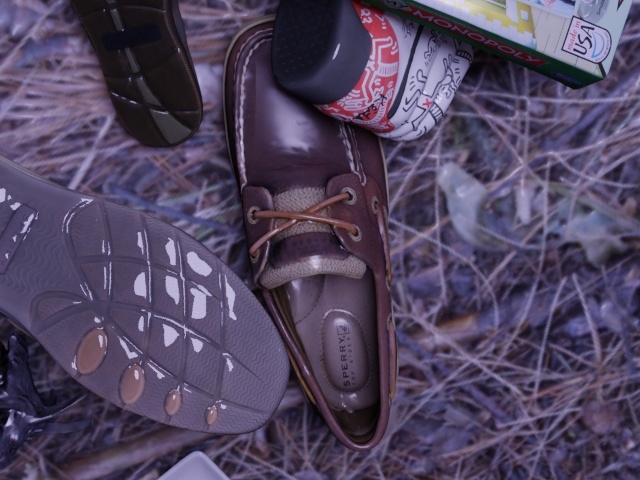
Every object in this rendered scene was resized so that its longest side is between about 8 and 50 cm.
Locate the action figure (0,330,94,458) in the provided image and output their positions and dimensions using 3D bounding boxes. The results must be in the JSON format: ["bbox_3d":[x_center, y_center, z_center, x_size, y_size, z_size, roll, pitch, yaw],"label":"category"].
[{"bbox_3d":[-0.326,0.134,0.678,0.276,0.141,0.164,14,136,-3],"label":"action figure"}]

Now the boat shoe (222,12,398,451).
[{"bbox_3d":[0.000,0.000,0.664,0.123,0.123,0.342,-9,105,1],"label":"boat shoe"}]

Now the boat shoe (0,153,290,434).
[{"bbox_3d":[-0.180,0.025,0.663,0.355,0.130,0.132,33,84,-1],"label":"boat shoe"}]

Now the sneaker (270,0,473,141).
[{"bbox_3d":[0.052,-0.207,0.632,0.145,0.090,0.270,22,74,-46],"label":"sneaker"}]

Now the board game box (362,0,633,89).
[{"bbox_3d":[0.124,-0.281,0.536,0.214,0.046,0.317,19,88,-10],"label":"board game box"}]

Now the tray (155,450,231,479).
[{"bbox_3d":[-0.077,0.319,0.801,0.145,0.030,0.270,-38,103,8],"label":"tray"}]

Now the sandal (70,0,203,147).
[{"bbox_3d":[-0.134,-0.178,0.649,0.090,0.060,0.219,-10,120,7],"label":"sandal"}]
